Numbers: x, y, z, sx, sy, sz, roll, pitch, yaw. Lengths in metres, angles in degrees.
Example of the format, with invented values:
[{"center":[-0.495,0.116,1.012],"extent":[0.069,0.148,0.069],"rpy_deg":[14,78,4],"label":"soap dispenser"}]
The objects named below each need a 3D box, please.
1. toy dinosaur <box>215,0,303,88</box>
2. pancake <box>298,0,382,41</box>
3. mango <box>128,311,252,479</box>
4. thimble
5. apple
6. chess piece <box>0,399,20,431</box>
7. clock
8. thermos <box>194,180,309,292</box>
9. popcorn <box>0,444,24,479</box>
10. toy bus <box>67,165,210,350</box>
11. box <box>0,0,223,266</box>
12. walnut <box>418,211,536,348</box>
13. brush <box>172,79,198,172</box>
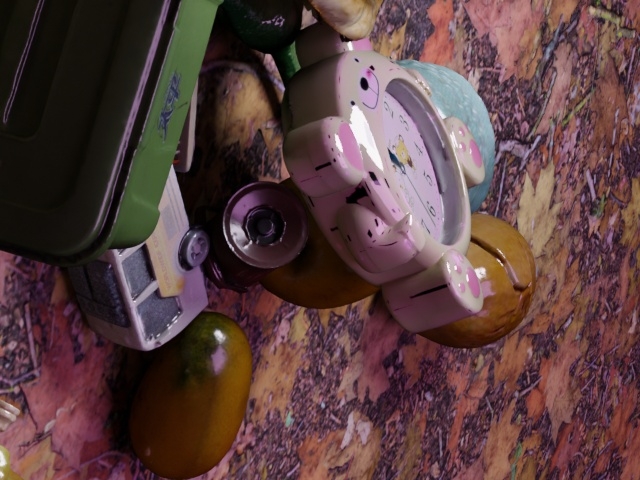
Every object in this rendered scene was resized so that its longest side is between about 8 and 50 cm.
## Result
[{"center":[-0.070,-0.205,1.827],"extent":[0.447,0.087,0.301],"rpy_deg":[-39,141,-63],"label":"toy dinosaur"},{"center":[-0.011,-0.387,1.709],"extent":[0.382,0.071,0.382],"rpy_deg":[-16,90,-72],"label":"pancake"},{"center":[-0.139,0.168,1.840],"extent":[0.151,0.120,0.221],"rpy_deg":[-52,164,-62],"label":"mango"},{"center":[0.108,-0.121,2.094],"extent":[0.143,0.198,0.235],"rpy_deg":[-12,88,-56],"label":"thimble"},{"center":[0.000,0.000,1.969],"extent":[0.155,0.182,0.182],"rpy_deg":[-11,113,-62],"label":"apple"},{"center":[-0.335,0.202,1.630],"extent":[0.092,0.035,0.035],"rpy_deg":[-63,150,-12],"label":"chess piece"},{"center":[0.073,-0.079,1.823],"extent":[0.309,0.114,0.284],"rpy_deg":[49,35,-38],"label":"clock"},{"center":[-0.081,0.002,1.831],"extent":[0.232,0.124,0.099],"rpy_deg":[143,-66,-73],"label":"thermos"},{"center":[-0.359,0.270,1.437],"extent":[0.252,0.215,0.286],"rpy_deg":[-37,134,-40],"label":"popcorn"},{"center":[-0.203,-0.039,1.671],"extent":[0.138,0.097,0.343],"rpy_deg":[-47,141,-36],"label":"toy bus"},{"center":[-0.231,-0.150,1.431],"extent":[0.178,0.252,0.329],"rpy_deg":[25,83,-75],"label":"box"},{"center":[0.206,0.064,2.357],"extent":[0.298,0.203,0.203],"rpy_deg":[-28,128,-63],"label":"walnut"},{"center":[-0.157,-0.227,1.703],"extent":[0.050,0.060,0.321],"rpy_deg":[-14,117,-46],"label":"brush"}]
